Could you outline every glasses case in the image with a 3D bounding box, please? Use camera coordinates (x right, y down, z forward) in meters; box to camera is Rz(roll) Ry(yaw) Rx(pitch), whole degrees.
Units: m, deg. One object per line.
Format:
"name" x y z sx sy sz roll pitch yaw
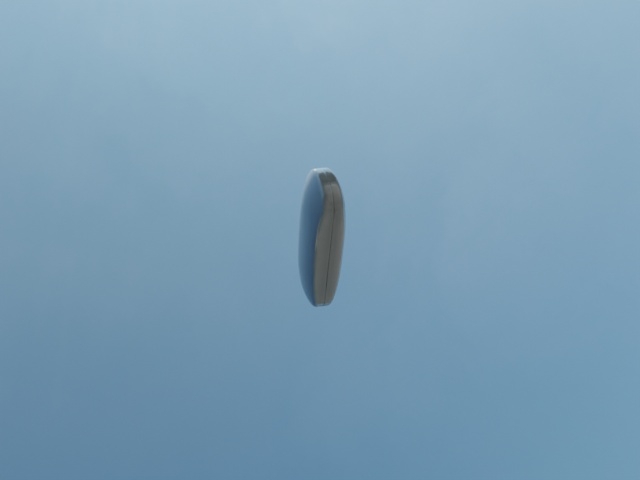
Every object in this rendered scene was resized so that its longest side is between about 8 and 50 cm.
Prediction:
"glasses case" 0.000 0.000 0.724 0.045 0.067 0.178 -8 -48 -14
